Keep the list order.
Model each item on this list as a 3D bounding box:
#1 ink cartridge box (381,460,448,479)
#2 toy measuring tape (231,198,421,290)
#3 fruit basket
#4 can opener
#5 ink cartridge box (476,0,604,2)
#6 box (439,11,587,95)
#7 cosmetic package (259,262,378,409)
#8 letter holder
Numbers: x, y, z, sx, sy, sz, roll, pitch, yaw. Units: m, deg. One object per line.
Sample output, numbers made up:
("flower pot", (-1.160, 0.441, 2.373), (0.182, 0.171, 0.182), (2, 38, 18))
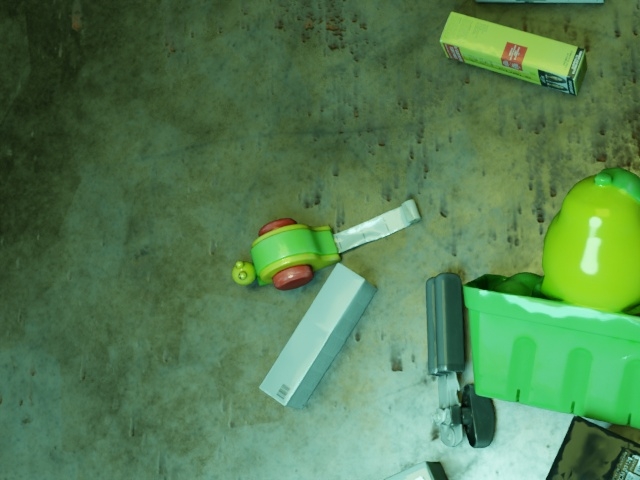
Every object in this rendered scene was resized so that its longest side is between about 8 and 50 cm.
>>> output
("ink cartridge box", (0.095, 0.421, 1.793), (0.212, 0.154, 0.093), (-25, 75, 8))
("toy measuring tape", (0.000, 0.000, 1.929), (0.330, 0.121, 0.121), (-21, 74, 10))
("fruit basket", (0.403, 0.071, 1.712), (0.392, 0.283, 0.391), (1, 93, 17))
("can opener", (0.214, 0.192, 1.863), (0.093, 0.074, 0.280), (-1, 78, -20))
("ink cartridge box", (0.363, -0.483, 1.940), (0.220, 0.092, 0.160), (4, 79, 16))
("box", (0.317, -0.307, 1.921), (0.232, 0.087, 0.058), (21, 85, 17))
("cosmetic package", (-0.002, 0.157, 1.905), (0.060, 0.099, 0.239), (32, 88, 21))
("letter holder", (0.388, 0.428, 1.671), (0.152, 0.214, 0.301), (23, 85, 26))
